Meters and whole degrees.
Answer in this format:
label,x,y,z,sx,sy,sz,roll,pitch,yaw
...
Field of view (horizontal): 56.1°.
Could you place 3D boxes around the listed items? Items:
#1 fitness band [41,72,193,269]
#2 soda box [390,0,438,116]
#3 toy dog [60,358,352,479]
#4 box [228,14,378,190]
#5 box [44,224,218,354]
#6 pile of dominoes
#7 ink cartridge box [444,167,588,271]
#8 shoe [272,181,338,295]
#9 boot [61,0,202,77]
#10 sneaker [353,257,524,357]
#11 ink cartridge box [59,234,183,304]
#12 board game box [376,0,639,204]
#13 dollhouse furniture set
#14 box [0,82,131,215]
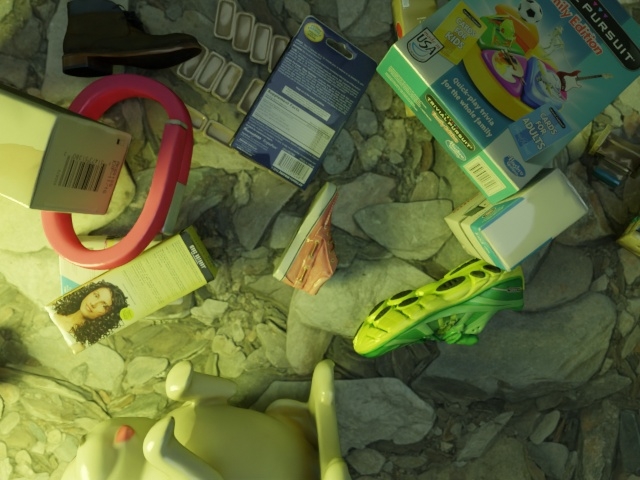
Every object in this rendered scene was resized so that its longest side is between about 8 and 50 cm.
label,x,y,z,sx,sy,sz,roll,pitch,yaw
fitness band,-0.294,-0.100,0.862,0.208,0.054,0.291,9,81,17
soda box,0.153,-0.284,0.920,0.058,0.061,0.182,-9,98,-3
toy dog,-0.179,0.363,0.910,0.407,0.285,0.396,2,128,-5
box,-0.024,-0.206,0.912,0.136,0.036,0.225,31,96,-16
box,-0.271,0.070,0.877,0.232,0.058,0.087,-30,100,0
pile of dominoes,-0.095,-0.226,0.934,0.251,0.040,0.196,29,95,-16
ink cartridge box,0.283,-0.037,0.900,0.139,0.191,0.082,-38,98,1
shoe,0.000,0.000,0.952,0.081,0.063,0.178,28,100,-9
boot,-0.277,-0.302,0.861,0.219,0.082,0.106,-3,92,13
sneaker,0.193,0.128,0.957,0.295,0.109,0.124,-25,106,6
ink cartridge box,-0.302,0.046,0.932,0.181,0.061,0.105,-1,99,-4
board game box,0.288,-0.257,0.857,0.336,0.079,0.254,-41,90,-16
dollhouse furniture set,0.496,-0.070,0.962,0.183,0.129,0.129,36,95,16
box,-0.430,-0.145,0.799,0.311,0.148,0.121,22,96,19
